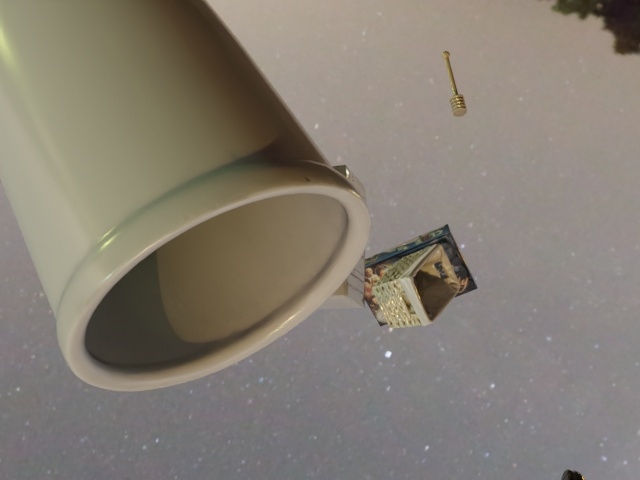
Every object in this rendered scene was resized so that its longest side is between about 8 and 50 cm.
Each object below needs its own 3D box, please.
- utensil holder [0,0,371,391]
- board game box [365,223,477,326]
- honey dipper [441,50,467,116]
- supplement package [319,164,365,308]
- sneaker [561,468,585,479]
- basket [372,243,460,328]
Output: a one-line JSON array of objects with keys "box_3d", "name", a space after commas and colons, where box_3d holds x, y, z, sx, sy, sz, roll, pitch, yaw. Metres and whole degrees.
[{"box_3d": [-0.184, -0.082, 0.763, 0.328, 0.327, 0.385, -9, -126, -42], "name": "utensil holder"}, {"box_3d": [0.211, 0.082, 1.565, 0.165, 0.243, 0.042, 59, -164, -23], "name": "board game box"}, {"box_3d": [0.275, -0.332, 1.433, 0.031, 0.030, 0.160, 5, -118, -26], "name": "honey dipper"}, {"box_3d": [0.000, 0.000, 0.944, 0.105, 0.179, 0.105, -3, 166, 18], "name": "supplement package"}, {"box_3d": [0.500, 0.545, 1.154, 0.147, 0.122, 0.330, -7, -132, 2], "name": "sneaker"}, {"box_3d": [0.195, 0.095, 1.406, 0.167, 0.103, 0.113, -38, -74, -50], "name": "basket"}]
